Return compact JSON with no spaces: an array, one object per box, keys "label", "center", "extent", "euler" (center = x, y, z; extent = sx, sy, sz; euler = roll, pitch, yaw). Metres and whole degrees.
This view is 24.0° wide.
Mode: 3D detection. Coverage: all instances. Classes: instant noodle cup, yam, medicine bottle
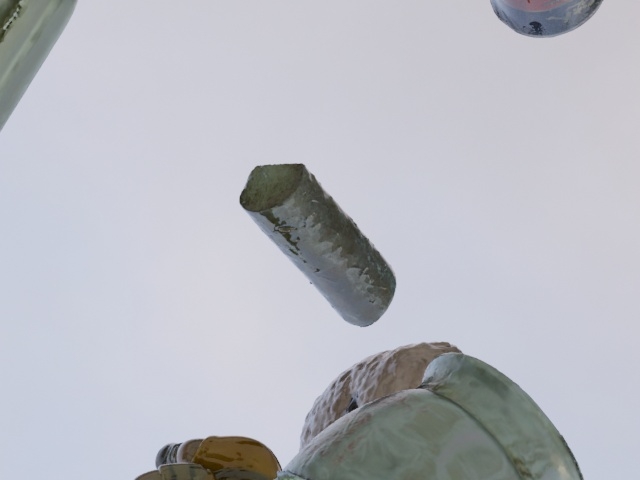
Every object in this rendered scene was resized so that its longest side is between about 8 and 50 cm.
[{"label":"instant noodle cup","center":[0.218,-0.289,1.511],"extent":[0.127,0.135,0.127],"euler":[-7,-115,17]},{"label":"yam","center":[0.000,0.000,1.297],"extent":[0.068,0.169,0.068],"euler":[-24,-141,21]},{"label":"medicine bottle","center":[0.067,0.159,0.908],"extent":[0.143,0.147,0.147],"euler":[-31,-120,-26]}]

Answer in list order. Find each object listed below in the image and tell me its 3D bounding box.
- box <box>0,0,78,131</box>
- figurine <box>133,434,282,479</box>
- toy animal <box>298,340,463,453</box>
[{"label":"box","center":[-0.339,-0.184,0.642],"extent":[0.352,0.344,0.177],"euler":[26,-100,38]},{"label":"figurine","center":[-0.094,0.276,1.196],"extent":[0.167,0.192,0.256],"euler":[10,-125,13]},{"label":"toy animal","center":[0.066,0.250,1.671],"extent":[0.188,0.358,0.226],"euler":[15,-114,4]}]
